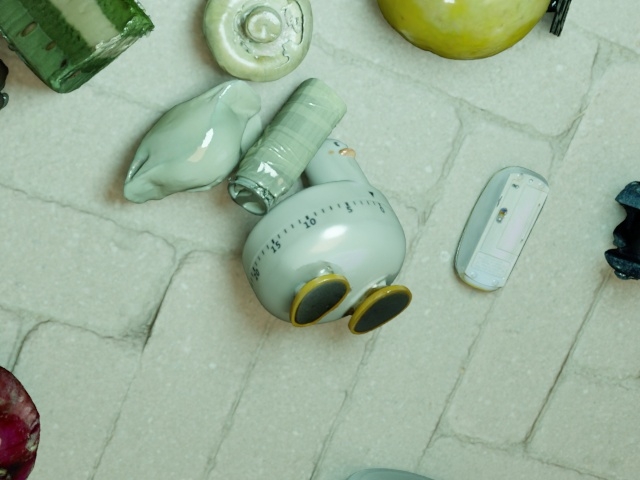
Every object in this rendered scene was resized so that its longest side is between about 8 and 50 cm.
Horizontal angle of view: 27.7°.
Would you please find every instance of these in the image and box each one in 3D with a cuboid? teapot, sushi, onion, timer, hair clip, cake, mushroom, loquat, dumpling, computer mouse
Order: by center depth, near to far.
[{"bbox_3d":[-0.277,-0.242,1.614,0.158,0.283,0.172,-43,131,1],"label":"cake"},{"bbox_3d":[-0.081,-0.285,1.736,0.154,0.122,0.154,-2,99,-16],"label":"mushroom"},{"bbox_3d":[0.187,-0.346,1.740,0.244,0.244,0.243,-5,110,-15],"label":"loquat"},{"bbox_3d":[-0.501,0.260,1.760,0.247,0.190,0.246,1,107,5],"label":"onion"},{"bbox_3d":[-0.168,-0.120,1.779,0.229,0.124,0.151,-36,151,1],"label":"dumpling"},{"bbox_3d":[-0.056,-0.124,1.790,0.077,0.107,0.200,43,63,-16],"label":"teapot"},{"bbox_3d":[0.336,-0.379,1.810,0.040,0.210,0.192,19,104,12],"label":"sushi"},{"bbox_3d":[0.000,0.000,1.839,0.234,0.240,0.233,-19,147,-13],"label":"timer"},{"bbox_3d":[0.276,-0.018,1.978,0.102,0.045,0.199,19,102,-21],"label":"computer mouse"},{"bbox_3d":[0.574,-0.021,1.984,0.310,0.206,0.194,5,101,-14],"label":"hair clip"}]

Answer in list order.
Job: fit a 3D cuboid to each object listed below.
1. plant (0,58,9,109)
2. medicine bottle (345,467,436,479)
[{"bbox_3d":[-0.516,-0.135,1.616,0.199,0.188,0.276,29,98,-24],"label":"plant"},{"bbox_3d":[0.120,0.503,2.007,0.238,0.238,0.231,12,103,-20],"label":"medicine bottle"}]
